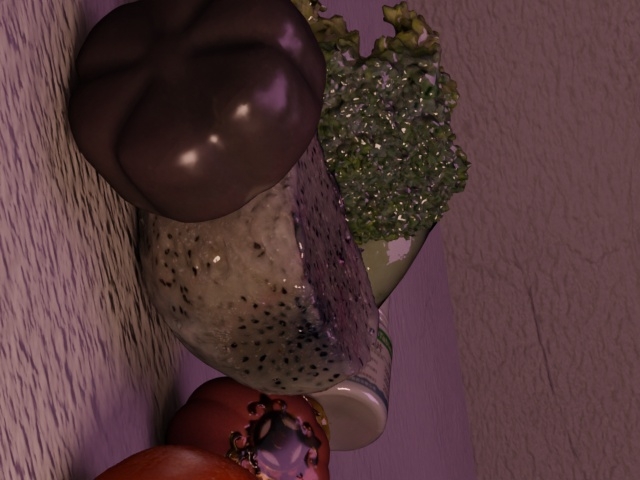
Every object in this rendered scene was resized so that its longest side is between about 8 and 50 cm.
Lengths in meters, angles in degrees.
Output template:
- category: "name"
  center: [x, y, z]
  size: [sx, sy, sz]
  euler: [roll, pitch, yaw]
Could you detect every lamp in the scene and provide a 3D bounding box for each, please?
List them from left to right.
- category: "lamp"
  center: [-0.078, 0.226, 1.545]
  size: [0.182, 0.140, 0.182]
  euler: [14, 62, -28]

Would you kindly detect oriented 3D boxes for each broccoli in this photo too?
- category: "broccoli"
  center: [-0.013, -0.149, 1.630]
  size: [0.338, 0.317, 0.277]
  euler: [-15, 144, -42]

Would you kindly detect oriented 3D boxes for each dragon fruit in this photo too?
- category: "dragon fruit"
  center: [-0.076, 0.033, 1.483]
  size: [0.221, 0.204, 0.283]
  euler: [-85, 157, -52]

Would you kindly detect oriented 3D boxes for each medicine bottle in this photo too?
- category: "medicine bottle"
  center: [0.032, 0.158, 2.076]
  size: [0.237, 0.139, 0.139]
  euler: [-80, 160, -46]

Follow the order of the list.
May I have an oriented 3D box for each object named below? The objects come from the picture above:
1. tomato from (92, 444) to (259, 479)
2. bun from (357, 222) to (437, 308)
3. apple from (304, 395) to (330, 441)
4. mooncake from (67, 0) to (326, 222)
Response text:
- category: "tomato"
  center: [-0.113, 0.287, 1.261]
  size: [0.232, 0.188, 0.232]
  euler: [-8, 90, -75]
- category: "bun"
  center: [0.000, 0.000, 1.881]
  size: [0.187, 0.293, 0.293]
  euler: [42, 23, -8]
- category: "apple"
  center: [-0.024, 0.239, 1.939]
  size: [0.084, 0.071, 0.084]
  euler: [-7, 90, -79]
- category: "mooncake"
  center: [-0.113, -0.135, 1.374]
  size: [0.133, 0.245, 0.245]
  euler: [50, 35, -51]
